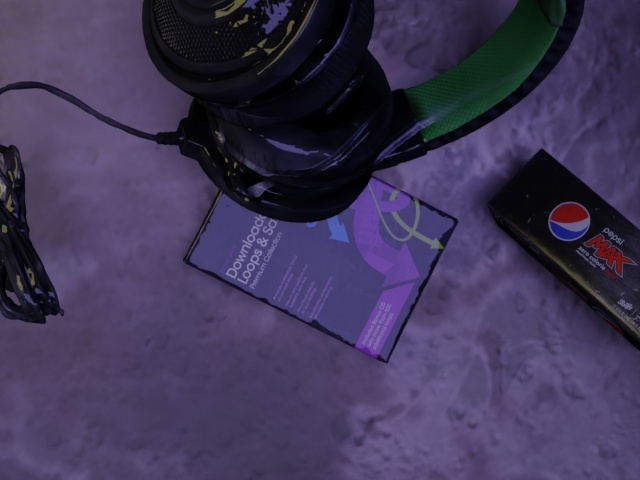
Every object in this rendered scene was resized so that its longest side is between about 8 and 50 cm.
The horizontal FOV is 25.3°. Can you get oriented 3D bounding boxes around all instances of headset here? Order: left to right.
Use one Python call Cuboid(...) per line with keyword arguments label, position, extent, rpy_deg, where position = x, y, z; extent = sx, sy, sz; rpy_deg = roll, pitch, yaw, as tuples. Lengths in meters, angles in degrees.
Cuboid(label="headset", position=(-0.023, -0.082, 0.869), extent=(0.394, 0.243, 0.185), rpy_deg=(-17, 62, 0))

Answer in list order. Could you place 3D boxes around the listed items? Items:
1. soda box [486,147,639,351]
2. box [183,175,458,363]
Cuboid(label="soda box", position=(0.195, 0.015, 0.974), extent=(0.060, 0.053, 0.169), rpy_deg=(-45, 64, -2))
Cuboid(label="box", position=(0.000, 0.000, 1.007), extent=(0.162, 0.029, 0.116), rpy_deg=(26, 89, -4))
